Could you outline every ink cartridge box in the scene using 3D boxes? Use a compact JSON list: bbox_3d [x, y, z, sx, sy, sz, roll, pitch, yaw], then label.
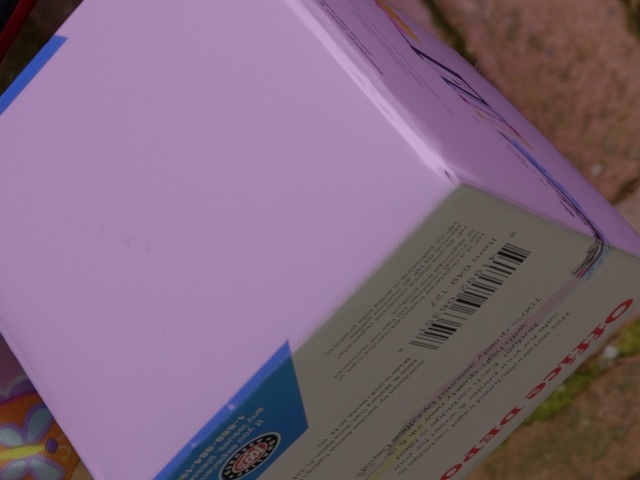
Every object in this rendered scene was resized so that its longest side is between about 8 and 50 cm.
[{"bbox_3d":[0.000,0.000,0.623,0.171,0.168,0.232,-46,152,14],"label":"ink cartridge box"}]

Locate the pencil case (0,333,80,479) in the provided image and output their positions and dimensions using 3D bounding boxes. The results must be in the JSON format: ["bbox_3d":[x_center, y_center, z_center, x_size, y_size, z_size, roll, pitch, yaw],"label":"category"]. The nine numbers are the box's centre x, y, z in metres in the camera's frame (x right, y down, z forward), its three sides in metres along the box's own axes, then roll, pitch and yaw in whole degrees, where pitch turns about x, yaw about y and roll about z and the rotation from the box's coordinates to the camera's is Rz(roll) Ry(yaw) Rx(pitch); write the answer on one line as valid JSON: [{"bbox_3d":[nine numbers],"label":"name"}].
[{"bbox_3d":[-0.236,0.038,0.688,0.284,0.124,0.124,26,109,-20],"label":"pencil case"}]

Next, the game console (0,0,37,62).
[{"bbox_3d":[-0.301,-0.128,0.533,0.386,0.060,0.342,29,103,-20],"label":"game console"}]
